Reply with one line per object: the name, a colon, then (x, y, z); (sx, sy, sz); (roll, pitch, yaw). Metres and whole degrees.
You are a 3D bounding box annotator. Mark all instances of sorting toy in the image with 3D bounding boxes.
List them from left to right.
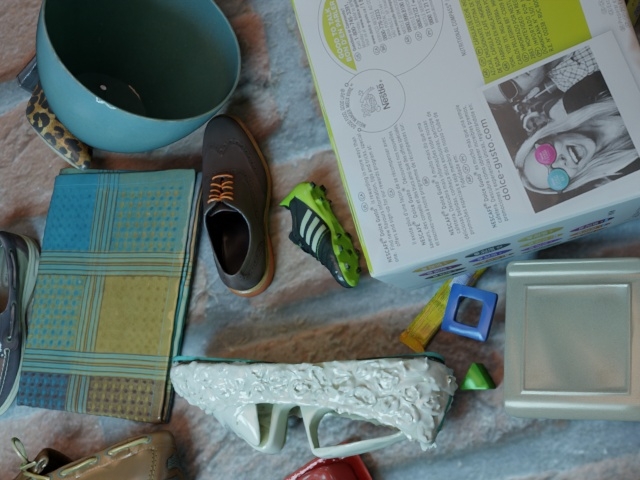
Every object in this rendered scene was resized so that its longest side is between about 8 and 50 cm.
sorting toy: (0.318, 0.121, 1.501); (0.348, 0.047, 0.196); (-2, 83, 27)

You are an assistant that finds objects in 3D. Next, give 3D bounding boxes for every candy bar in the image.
candy bar: (0.164, 0.078, 1.599); (0.040, 0.018, 0.161); (40, 96, 24)

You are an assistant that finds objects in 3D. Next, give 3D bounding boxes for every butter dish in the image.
butter dish: (-0.007, 0.355, 1.557); (0.160, 0.118, 0.160); (-35, 66, 14)

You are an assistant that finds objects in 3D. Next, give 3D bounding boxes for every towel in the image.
towel: (-0.310, 0.074, 1.819); (0.271, 0.040, 0.370); (3, 80, 26)

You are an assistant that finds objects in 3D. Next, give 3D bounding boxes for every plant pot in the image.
plant pot: (-0.285, -0.238, 1.775); (0.195, 0.290, 0.290); (-48, 56, 48)

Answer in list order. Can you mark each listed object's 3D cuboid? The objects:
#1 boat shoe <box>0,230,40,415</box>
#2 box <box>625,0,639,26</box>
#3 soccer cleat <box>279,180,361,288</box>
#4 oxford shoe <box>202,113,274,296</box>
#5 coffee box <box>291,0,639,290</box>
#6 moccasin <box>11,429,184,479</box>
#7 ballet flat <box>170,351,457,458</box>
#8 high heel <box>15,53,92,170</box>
boat shoe: (-0.499, 0.123, 1.864); (0.103, 0.092, 0.285); (5, 80, 27)
box: (0.315, -0.357, 1.611); (0.232, 0.058, 0.087); (23, 89, 28)
soccer cleat: (0.000, 0.000, 1.680); (0.072, 0.060, 0.179); (-39, 57, 23)
oxford shoe: (-0.121, -0.061, 1.718); (0.097, 0.098, 0.271); (-16, 73, 10)
coffee box: (0.185, -0.152, 1.404); (0.334, 0.337, 0.338); (-18, 82, 8)
moccasin: (-0.370, 0.349, 1.724); (0.380, 0.139, 0.147); (-20, 64, 23)
ballet flat: (-0.026, 0.212, 1.584); (0.409, 0.147, 0.147); (-3, 76, 25)
high heel: (-0.368, -0.242, 1.887); (0.186, 0.093, 0.261); (-46, 54, 16)
